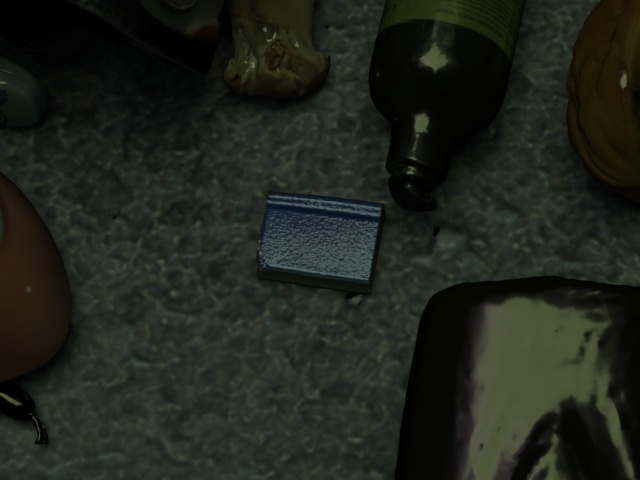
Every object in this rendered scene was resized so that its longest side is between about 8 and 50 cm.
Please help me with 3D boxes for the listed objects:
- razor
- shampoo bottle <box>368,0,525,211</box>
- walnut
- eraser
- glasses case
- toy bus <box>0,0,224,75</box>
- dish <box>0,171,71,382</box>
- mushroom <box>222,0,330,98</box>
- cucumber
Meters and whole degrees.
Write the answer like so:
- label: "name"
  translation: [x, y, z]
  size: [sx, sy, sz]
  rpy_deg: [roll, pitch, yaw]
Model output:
- label: "razor"
  translation: [0.144, 0.195, 1.041]
  size: [0.204, 0.113, 0.349]
  rpy_deg: [5, 69, 5]
- label: "shampoo bottle"
  translation: [0.093, -0.152, 1.194]
  size: [0.101, 0.101, 0.284]
  rpy_deg: [11, 69, 8]
- label: "walnut"
  translation: [0.251, -0.115, 1.146]
  size: [0.155, 0.155, 0.184]
  rpy_deg: [12, 74, 9]
- label: "eraser"
  translation: [0.000, 0.000, 1.178]
  size: [0.084, 0.027, 0.063]
  rpy_deg: [7, 70, 7]
- label: "glasses case"
  translation: [-0.289, -0.125, 1.228]
  size: [0.178, 0.067, 0.045]
  rpy_deg: [15, 67, 10]
- label: "toy bus"
  translation: [-0.261, -0.290, 1.168]
  size: [0.440, 0.209, 0.249]
  rpy_deg: [21, 90, 20]
- label: "dish"
  translation: [-0.279, 0.015, 1.130]
  size: [0.213, 0.090, 0.213]
  rpy_deg: [2, 54, -2]
- label: "mushroom"
  translation: [-0.038, -0.217, 1.236]
  size: [0.116, 0.093, 0.225]
  rpy_deg: [10, 65, -8]
- label: "cucumber"
  translation: [-0.256, 0.091, 1.154]
  size: [0.163, 0.039, 0.043]
  rpy_deg: [23, 92, 15]
